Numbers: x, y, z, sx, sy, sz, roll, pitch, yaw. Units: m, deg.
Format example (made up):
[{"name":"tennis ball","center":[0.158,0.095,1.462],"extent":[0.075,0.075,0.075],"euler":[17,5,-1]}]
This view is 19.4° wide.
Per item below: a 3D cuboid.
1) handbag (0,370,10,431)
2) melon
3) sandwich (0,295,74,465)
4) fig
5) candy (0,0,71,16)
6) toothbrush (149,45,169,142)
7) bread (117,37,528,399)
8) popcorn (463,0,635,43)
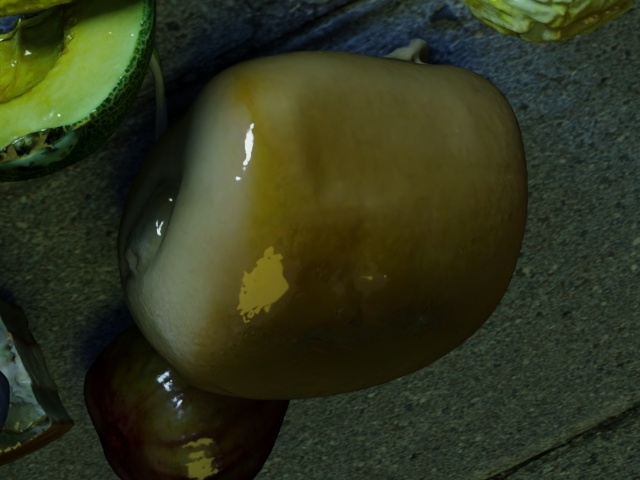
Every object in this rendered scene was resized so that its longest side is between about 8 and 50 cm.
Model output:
[{"name":"handbag","center":[-0.412,0.144,1.603],"extent":[0.254,0.181,0.181],"euler":[35,113,-20]},{"name":"melon","center":[-0.241,-0.115,1.587],"extent":[0.265,0.169,0.129],"euler":[-20,146,2]},{"name":"sandwich","center":[-0.378,0.162,1.805],"extent":[0.227,0.155,0.198],"euler":[-26,174,-3]},{"name":"fig","center":[-0.088,0.145,2.012],"extent":[0.321,0.217,0.217],"euler":[-31,148,-25]},{"name":"candy","center":[-0.203,-0.241,1.517],"extent":[0.199,0.106,0.094],"euler":[-30,126,17]},{"name":"toothbrush","center":[-0.156,-0.150,1.721],"extent":[0.026,0.022,0.263],"euler":[-5,141,-5]},{"name":"bread","center":[0.000,0.000,1.783],"extent":[0.376,0.253,0.348],"euler":[4,132,-37]},{"name":"popcorn","center":[0.188,-0.271,1.645],"extent":[0.212,0.198,0.198],"euler":[42,113,-15]}]
